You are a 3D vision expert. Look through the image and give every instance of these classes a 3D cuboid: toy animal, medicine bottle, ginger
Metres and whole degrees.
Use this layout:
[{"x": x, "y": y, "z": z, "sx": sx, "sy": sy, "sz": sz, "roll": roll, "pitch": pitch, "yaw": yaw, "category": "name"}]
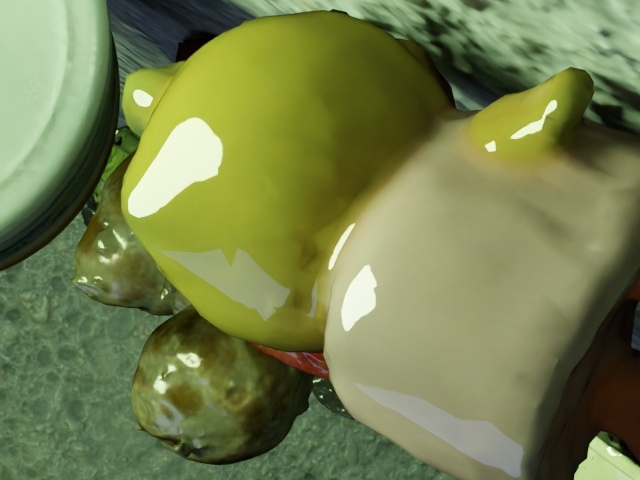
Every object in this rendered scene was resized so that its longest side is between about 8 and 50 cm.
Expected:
[{"x": 0.036, "y": -0.002, "z": 0.631, "sx": 0.281, "sy": 0.169, "sz": 0.195, "roll": 34, "pitch": 135, "yaw": 25, "category": "toy animal"}, {"x": -0.231, "y": -0.093, "z": 0.856, "sx": 0.238, "sy": 0.238, "sz": 0.232, "roll": 31, "pitch": 175, "yaw": -5, "category": "medicine bottle"}, {"x": -0.070, "y": 0.008, "z": 1.199, "sx": 0.375, "sy": 0.256, "sz": 0.176, "roll": 49, "pitch": 163, "yaw": 53, "category": "ginger"}]

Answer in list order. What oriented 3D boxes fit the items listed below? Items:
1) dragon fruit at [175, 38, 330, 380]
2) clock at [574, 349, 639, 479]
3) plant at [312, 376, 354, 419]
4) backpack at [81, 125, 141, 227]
[{"x": 0.000, "y": 0.000, "z": 0.949, "sx": 0.317, "sy": 0.152, "sz": 0.205, "roll": 31, "pitch": 174, "yaw": 8, "category": "dragon fruit"}, {"x": 0.170, "y": 0.167, "z": 0.929, "sx": 0.120, "sy": 0.276, "sz": 0.379, "roll": 35, "pitch": 180, "yaw": 15, "category": "clock"}, {"x": 0.080, "y": 0.095, "z": 1.569, "sx": 0.274, "sy": 0.149, "sz": 0.146, "roll": 0, "pitch": -111, "yaw": -66, "category": "plant"}, {"x": -0.132, "y": -0.032, "z": 1.503, "sx": 0.207, "sy": 0.140, "sz": 0.253, "roll": 29, "pitch": 180, "yaw": -6, "category": "backpack"}]
